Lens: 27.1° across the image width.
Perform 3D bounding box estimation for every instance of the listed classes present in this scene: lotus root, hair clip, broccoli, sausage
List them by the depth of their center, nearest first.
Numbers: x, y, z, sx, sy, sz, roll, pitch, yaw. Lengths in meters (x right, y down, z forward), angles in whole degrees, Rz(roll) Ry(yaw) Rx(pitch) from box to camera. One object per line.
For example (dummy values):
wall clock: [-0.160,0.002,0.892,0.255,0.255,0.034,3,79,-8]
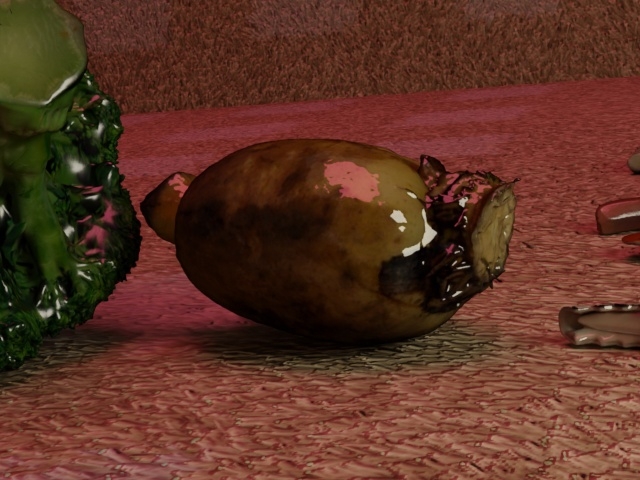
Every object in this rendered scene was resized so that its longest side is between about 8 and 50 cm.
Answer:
hair clip: [0.248,0.057,0.820,0.072,0.034,0.226,-9,8,-38]
broccoli: [-0.258,-0.048,0.946,0.297,0.297,0.297,-10,-21,-26]
lotus root: [0.000,0.000,0.948,0.314,0.141,0.169,5,-3,34]
sausage: [0.332,-0.029,1.264,0.147,0.030,0.035,-7,11,-7]

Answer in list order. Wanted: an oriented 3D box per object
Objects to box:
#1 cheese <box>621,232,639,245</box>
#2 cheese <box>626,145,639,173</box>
cheese: [0.317,0.012,1.036,0.106,0.037,0.256,-6,9,-9]
cheese: [0.565,-0.105,1.557,0.400,0.034,0.085,0,12,26]
